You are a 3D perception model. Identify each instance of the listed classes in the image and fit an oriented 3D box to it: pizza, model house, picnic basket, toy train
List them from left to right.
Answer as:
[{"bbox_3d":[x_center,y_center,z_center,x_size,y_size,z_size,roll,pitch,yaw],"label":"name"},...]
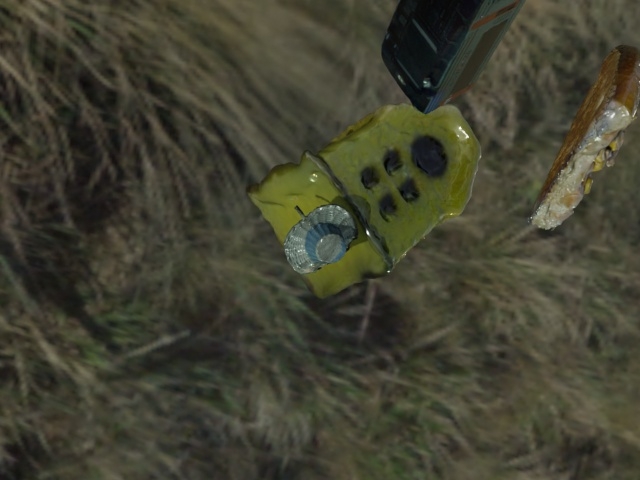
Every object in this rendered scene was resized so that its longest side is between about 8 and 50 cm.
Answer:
[{"bbox_3d":[0.000,0.000,1.325,0.083,0.083,0.065,-40,115,-5],"label":"picnic basket"},{"bbox_3d":[0.063,-0.072,1.483,0.234,0.193,0.175,-42,97,-29],"label":"model house"},{"bbox_3d":[0.133,-0.228,1.062,0.089,0.086,0.409,-28,169,-15],"label":"toy train"},{"bbox_3d":[0.253,-0.085,1.182,0.195,0.052,0.185,-64,176,31],"label":"pizza"}]
